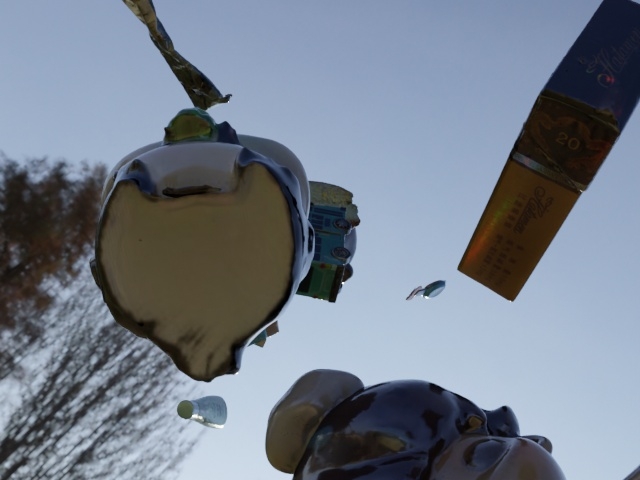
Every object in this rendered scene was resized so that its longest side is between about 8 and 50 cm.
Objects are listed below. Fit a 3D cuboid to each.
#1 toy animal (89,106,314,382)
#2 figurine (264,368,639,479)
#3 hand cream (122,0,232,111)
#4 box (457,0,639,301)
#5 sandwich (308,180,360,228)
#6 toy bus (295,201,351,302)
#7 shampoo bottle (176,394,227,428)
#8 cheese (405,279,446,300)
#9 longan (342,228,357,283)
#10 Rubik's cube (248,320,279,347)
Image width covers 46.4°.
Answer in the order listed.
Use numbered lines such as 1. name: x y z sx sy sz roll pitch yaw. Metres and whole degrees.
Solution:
1. toy animal: -0.110 -0.022 0.721 0.212 0.267 0.213 -3 -68 -7
2. figurine: 0.119 0.191 0.450 0.206 0.218 0.365 24 -24 -28
3. hand cream: -0.226 -0.302 1.120 0.248 0.052 0.075 54 -18 -29
4. box: 0.353 -0.123 1.111 0.115 0.264 0.415 32 -34 14
5. sandwich: -0.062 -0.034 1.308 0.258 0.094 0.096 -21 -39 20
6. toy bus: -0.003 0.013 1.160 0.091 0.160 0.079 11 -53 -4
7. shampoo bottle: -0.238 0.344 1.509 0.041 0.069 0.191 -4 -16 12
8. cheese: 0.186 0.088 1.297 0.017 0.111 0.047 49 -60 26
9. longan: 0.000 0.000 1.515 0.204 0.159 0.185 56 -10 22
10. Rubik's cube: -0.100 0.117 1.088 0.075 0.084 0.073 -11 -46 -4
